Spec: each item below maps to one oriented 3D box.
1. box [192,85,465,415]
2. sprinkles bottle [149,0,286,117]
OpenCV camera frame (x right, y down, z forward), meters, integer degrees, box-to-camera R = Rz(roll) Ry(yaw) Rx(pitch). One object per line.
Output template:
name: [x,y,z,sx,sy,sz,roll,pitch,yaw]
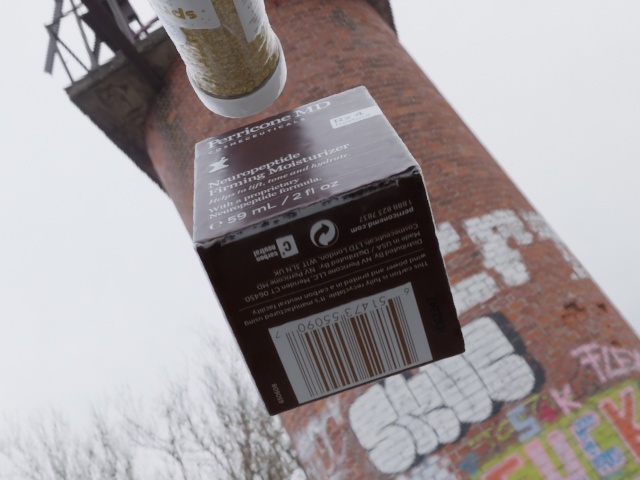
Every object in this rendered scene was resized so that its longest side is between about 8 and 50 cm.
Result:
box: [0.000,0.000,0.638,0.168,0.203,0.167,-19,-61,1]
sprinkles bottle: [-0.125,-0.269,0.824,0.121,0.121,0.355,-29,-22,-3]
